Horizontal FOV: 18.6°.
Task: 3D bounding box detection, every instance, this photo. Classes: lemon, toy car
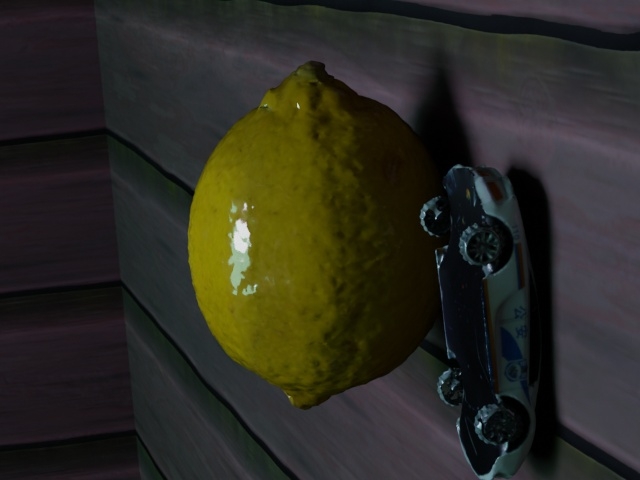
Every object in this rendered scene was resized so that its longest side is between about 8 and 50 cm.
[{"bbox_3d":[0.000,0.000,1.372,0.188,0.188,0.256,-125,34,-63],"label":"lemon"},{"bbox_3d":[0.106,0.052,1.235,0.095,0.056,0.205,-141,42,-71],"label":"toy car"}]
